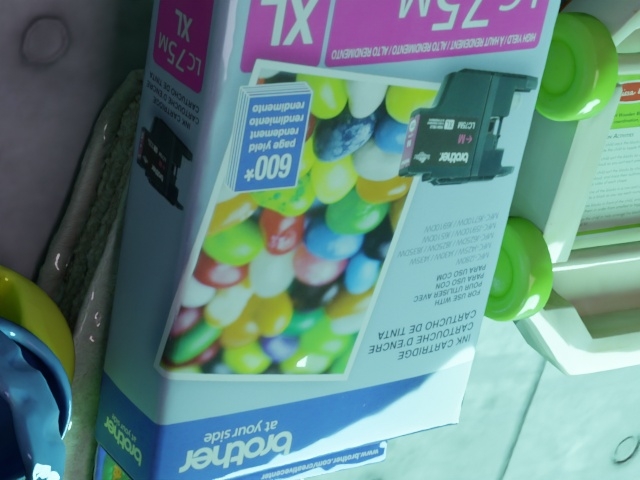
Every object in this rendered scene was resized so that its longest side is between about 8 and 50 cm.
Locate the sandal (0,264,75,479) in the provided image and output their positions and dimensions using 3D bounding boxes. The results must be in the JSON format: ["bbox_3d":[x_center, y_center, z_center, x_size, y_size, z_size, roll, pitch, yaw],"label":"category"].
[{"bbox_3d":[-0.217,0.049,0.661,0.317,0.138,0.126,11,110,-33],"label":"sandal"}]

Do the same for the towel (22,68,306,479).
[{"bbox_3d":[-0.061,0.056,0.870,0.187,0.049,0.282,7,113,-43],"label":"towel"}]

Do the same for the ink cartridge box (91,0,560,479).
[{"bbox_3d":[0.000,0.000,0.806,0.186,0.065,0.311,-8,124,-35],"label":"ink cartridge box"}]

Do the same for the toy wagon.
[{"bbox_3d":[0.216,-0.085,0.981,0.267,0.068,0.344,-6,122,-36],"label":"toy wagon"}]
